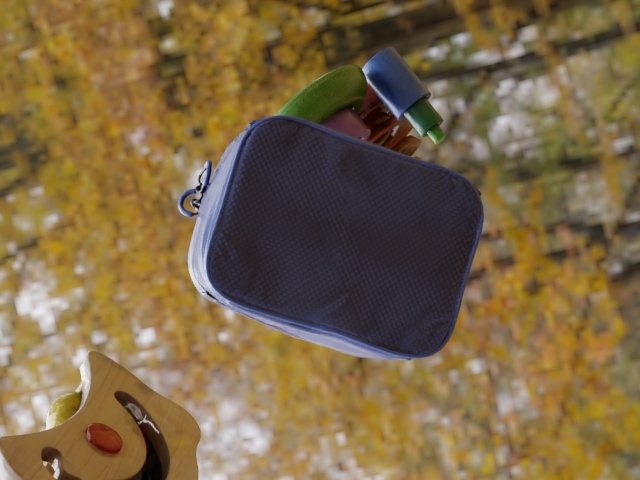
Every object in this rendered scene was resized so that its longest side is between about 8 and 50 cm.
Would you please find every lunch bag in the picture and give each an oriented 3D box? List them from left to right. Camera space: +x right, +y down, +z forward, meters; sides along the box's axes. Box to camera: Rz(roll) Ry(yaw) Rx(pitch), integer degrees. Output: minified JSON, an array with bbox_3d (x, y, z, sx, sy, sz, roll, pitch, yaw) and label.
[{"bbox_3d":[0.000,0.000,0.639,0.065,0.098,0.067,152,137,-82],"label":"lunch bag"}]

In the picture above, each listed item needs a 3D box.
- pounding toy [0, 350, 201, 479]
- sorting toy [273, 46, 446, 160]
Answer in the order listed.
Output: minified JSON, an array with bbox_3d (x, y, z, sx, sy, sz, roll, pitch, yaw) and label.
[{"bbox_3d":[-0.186,0.207,1.346,0.154,0.155,0.269,26,-157,-15],"label":"pounding toy"},{"bbox_3d":[0.019,-0.042,0.761,0.042,0.061,0.102,51,-161,11],"label":"sorting toy"}]
